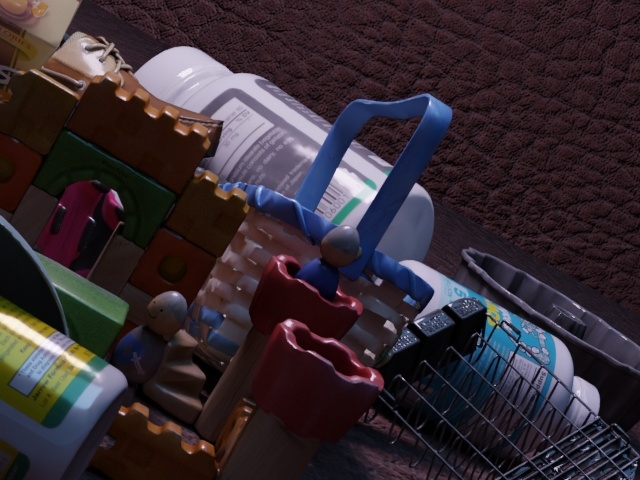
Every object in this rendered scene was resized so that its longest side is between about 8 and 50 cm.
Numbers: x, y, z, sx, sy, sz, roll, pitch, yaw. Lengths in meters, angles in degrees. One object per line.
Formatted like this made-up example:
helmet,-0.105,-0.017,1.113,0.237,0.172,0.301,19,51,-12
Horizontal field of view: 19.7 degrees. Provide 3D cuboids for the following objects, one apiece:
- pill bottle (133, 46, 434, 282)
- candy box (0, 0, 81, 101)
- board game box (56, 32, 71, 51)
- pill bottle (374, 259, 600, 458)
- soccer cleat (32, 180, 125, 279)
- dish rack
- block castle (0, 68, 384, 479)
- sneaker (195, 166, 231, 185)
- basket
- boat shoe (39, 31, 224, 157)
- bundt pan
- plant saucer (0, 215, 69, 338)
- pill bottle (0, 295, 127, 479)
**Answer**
pill bottle,-0.064,-0.064,2.107,0.361,0.204,0.204,37,10,27
candy box,-0.364,-0.209,1.781,0.183,0.087,0.316,28,-24,-17
board game box,-0.331,-0.191,2.158,0.026,0.126,0.186,25,12,-38
pill bottle,0.166,0.138,1.964,0.264,0.146,0.146,29,9,-19
soccer cleat,-0.225,-0.012,1.668,0.143,0.116,0.331,18,0,26
dish rack,0.156,0.174,1.734,0.208,0.074,0.271,-24,56,-38
block castle,-0.177,0.002,1.346,0.453,0.213,0.303,30,9,-7
sneaker,-0.186,-0.027,1.901,0.286,0.109,0.130,19,23,-27
basket,0.000,0.000,1.634,0.201,0.289,0.255,28,-4,-14
boat shoe,-0.263,-0.165,1.993,0.324,0.120,0.122,13,4,3
bundt pan,0.294,0.147,2.417,0.331,0.124,0.331,31,8,-5
plant saucer,-0.234,0.024,1.152,0.195,0.195,0.037,32,44,3
pill bottle,-0.229,0.075,1.082,0.208,0.117,0.117,31,9,2
